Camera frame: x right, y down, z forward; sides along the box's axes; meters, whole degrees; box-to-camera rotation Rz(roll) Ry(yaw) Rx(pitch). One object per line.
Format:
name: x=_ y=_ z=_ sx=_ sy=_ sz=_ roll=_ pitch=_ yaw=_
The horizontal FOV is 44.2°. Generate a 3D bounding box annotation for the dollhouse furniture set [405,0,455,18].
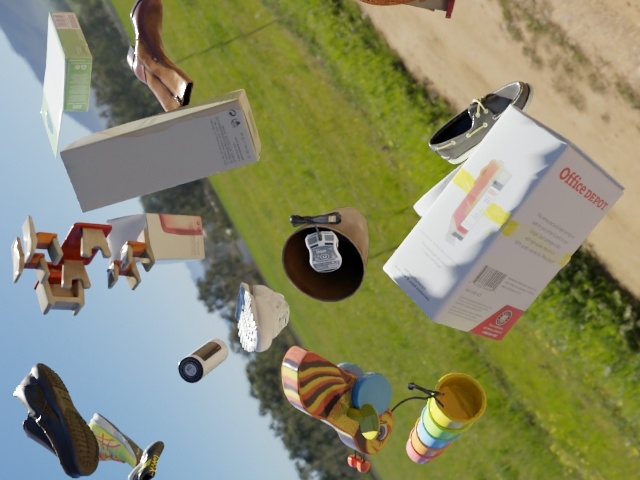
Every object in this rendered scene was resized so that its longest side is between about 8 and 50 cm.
dollhouse furniture set: x=0.244 y=-0.703 z=1.750 sx=0.152 sy=0.201 sz=0.374 roll=-72 pitch=-5 yaw=-53

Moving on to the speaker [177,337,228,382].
speaker: x=-0.233 y=0.239 z=1.577 sx=0.055 sy=0.055 sz=0.136 roll=61 pitch=-163 yaw=0

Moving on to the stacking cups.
stacking cups: x=0.221 y=0.358 z=1.516 sx=0.096 sy=0.096 sz=0.316 roll=57 pitch=155 yaw=23

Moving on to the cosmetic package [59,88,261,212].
cosmetic package: x=-0.264 y=-0.157 z=1.352 sx=0.160 sy=0.309 sz=0.113 roll=-102 pitch=-4 yaw=-73

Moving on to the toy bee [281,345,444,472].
toy bee: x=0.061 y=0.283 z=1.259 sx=0.298 sy=0.162 sz=0.195 roll=20 pitch=172 yaw=-10

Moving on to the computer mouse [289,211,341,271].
computer mouse: x=0.000 y=0.000 z=1.670 sx=0.193 sy=0.106 sz=0.042 roll=78 pitch=-176 yaw=-53

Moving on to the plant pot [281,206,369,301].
plant pot: x=0.039 y=0.007 z=2.035 sx=0.215 sy=0.215 sz=0.230 roll=63 pitch=-152 yaw=-18

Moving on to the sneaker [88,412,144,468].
sneaker: x=-0.512 y=0.514 z=1.939 sx=0.208 sy=0.094 sz=0.081 roll=25 pitch=156 yaw=38

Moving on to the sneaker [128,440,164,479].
sneaker: x=-0.277 y=0.369 z=1.290 sx=0.035 sy=0.083 sz=0.031 roll=18 pitch=160 yaw=42

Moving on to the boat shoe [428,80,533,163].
boat shoe: x=0.306 y=-0.232 z=1.517 sx=0.068 sy=0.227 sz=0.081 roll=24 pitch=-136 yaw=-30

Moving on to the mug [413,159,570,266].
mug: x=0.404 y=-0.012 z=1.929 sx=0.328 sy=0.276 sz=0.374 roll=52 pitch=129 yaw=6

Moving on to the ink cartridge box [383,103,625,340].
ink cartridge box: x=0.346 y=-0.020 z=1.476 sx=0.279 sy=0.385 sz=0.160 roll=22 pitch=-160 yaw=-48

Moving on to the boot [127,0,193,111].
boot: x=-0.441 y=-0.513 z=2.193 sx=0.280 sy=0.096 sz=0.264 roll=51 pitch=129 yaw=30

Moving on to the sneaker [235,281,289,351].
sneaker: x=-0.099 y=0.136 z=1.436 sx=0.235 sy=0.094 sz=0.090 roll=-115 pitch=39 yaw=-70

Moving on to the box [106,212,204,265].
box: x=-0.446 y=-0.001 z=2.146 sx=0.232 sy=0.148 sz=0.127 roll=2 pitch=-98 yaw=-61

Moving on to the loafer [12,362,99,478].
loafer: x=-0.418 y=0.294 z=1.239 sx=0.220 sy=0.078 sz=0.080 roll=48 pitch=175 yaw=37

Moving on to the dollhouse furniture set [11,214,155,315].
dollhouse furniture set: x=-0.528 y=0.040 z=1.686 sx=0.259 sy=0.262 sz=0.135 roll=-46 pitch=51 yaw=39

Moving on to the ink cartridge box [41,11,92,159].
ink cartridge box: x=-0.499 y=-0.301 z=1.541 sx=0.171 sy=0.056 sz=0.235 roll=60 pitch=144 yaw=38

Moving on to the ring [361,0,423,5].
ring: x=0.199 y=-0.531 z=1.425 sx=0.336 sy=0.336 sz=0.032 roll=86 pitch=164 yaw=-73
